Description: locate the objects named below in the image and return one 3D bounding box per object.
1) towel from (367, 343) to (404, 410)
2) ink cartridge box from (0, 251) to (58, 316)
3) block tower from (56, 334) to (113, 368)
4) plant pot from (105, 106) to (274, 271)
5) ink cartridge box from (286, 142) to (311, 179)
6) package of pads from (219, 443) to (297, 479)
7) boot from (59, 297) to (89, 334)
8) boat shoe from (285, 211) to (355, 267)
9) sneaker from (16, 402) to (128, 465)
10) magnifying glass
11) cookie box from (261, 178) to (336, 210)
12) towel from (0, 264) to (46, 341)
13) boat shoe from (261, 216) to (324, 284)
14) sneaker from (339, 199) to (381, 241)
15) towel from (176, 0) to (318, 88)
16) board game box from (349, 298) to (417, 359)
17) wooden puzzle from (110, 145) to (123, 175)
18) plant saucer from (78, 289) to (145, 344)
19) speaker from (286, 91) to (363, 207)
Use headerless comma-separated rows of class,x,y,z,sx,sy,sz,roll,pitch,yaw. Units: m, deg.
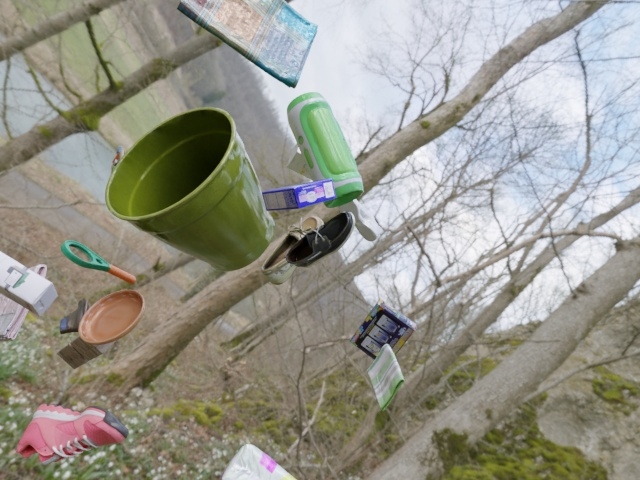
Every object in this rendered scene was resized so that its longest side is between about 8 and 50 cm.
towel,0.171,0.362,1.126,0.023,0.113,0.152,23,17,-14
ink cartridge box,-0.990,0.138,1.366,0.219,0.093,0.160,34,-33,-8
block tower,-0.800,0.357,1.445,0.335,0.097,0.091,-28,-74,40
plant pot,-0.306,-0.100,1.144,0.366,0.366,0.353,50,-5,41
ink cartridge box,-0.031,-0.286,1.495,0.143,0.092,0.090,24,-39,-17
package of pads,-0.077,0.563,0.882,0.296,0.101,0.229,36,-32,7
boot,-0.946,0.288,1.613,0.219,0.106,0.082,30,-56,52
boat shoe,0.000,0.000,1.168,0.079,0.233,0.084,18,42,-48
sneaker,-0.636,0.513,1.075,0.136,0.313,0.116,-72,150,-49
magnifying glass,-0.636,0.069,1.210,0.231,0.026,0.092,41,4,-46
cookie box,-0.041,-0.084,0.780,0.107,0.091,0.040,2,-73,51
towel,-1.288,0.264,1.747,0.053,0.331,0.317,38,50,-43
boat shoe,-0.091,0.022,1.445,0.104,0.285,0.089,23,-20,36
sneaker,0.147,-0.099,1.548,0.080,0.094,0.212,-28,-76,43
towel,-0.186,-0.635,1.205,0.370,0.272,0.040,29,-27,-25
board game box,0.196,0.291,1.317,0.141,0.170,0.048,35,22,7
wooden puzzle,-0.664,-0.252,1.363,0.014,0.078,0.116,23,31,-44
plant saucer,-0.622,0.234,1.263,0.200,0.200,0.037,48,-20,47
speaker,0.010,-0.243,1.131,0.131,0.131,0.297,108,-39,-77
